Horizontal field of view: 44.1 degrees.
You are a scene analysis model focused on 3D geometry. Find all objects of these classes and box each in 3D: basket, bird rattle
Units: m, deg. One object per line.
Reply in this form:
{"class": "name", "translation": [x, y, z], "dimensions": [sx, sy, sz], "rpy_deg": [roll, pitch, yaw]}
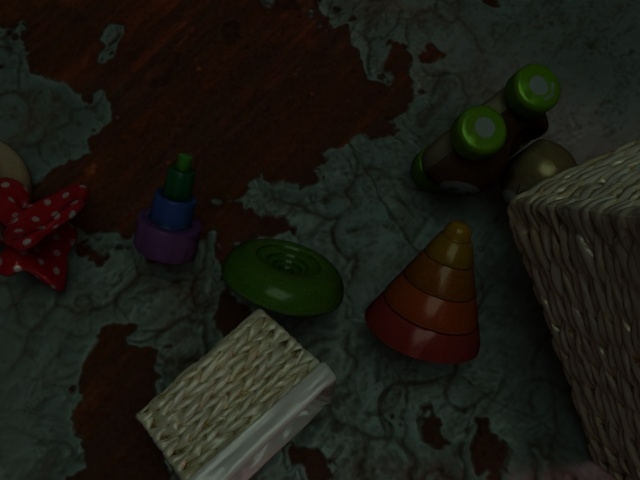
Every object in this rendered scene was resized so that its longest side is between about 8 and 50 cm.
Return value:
{"class": "basket", "translation": [0.386, 0.057, 0.680], "dimensions": [0.331, 0.266, 0.328], "rpy_deg": [-24, 101, -12]}
{"class": "bird rattle", "translation": [-0.368, -0.041, 0.800], "dimensions": [0.253, 0.143, 0.207], "rpy_deg": [-18, 55, -13]}
{"class": "basket", "translation": [-0.079, 0.159, 0.745], "dimensions": [0.167, 0.113, 0.103], "rpy_deg": [-41, 75, -17]}

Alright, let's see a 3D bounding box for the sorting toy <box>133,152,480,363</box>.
{"class": "sorting toy", "translation": [0.000, 0.000, 0.777], "dimensions": [0.365, 0.127, 0.126], "rpy_deg": [18, 113, 3]}

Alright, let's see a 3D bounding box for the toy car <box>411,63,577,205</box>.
{"class": "toy car", "translation": [0.212, -0.061, 0.836], "dimensions": [0.149, 0.155, 0.188], "rpy_deg": [-38, 88, -16]}
